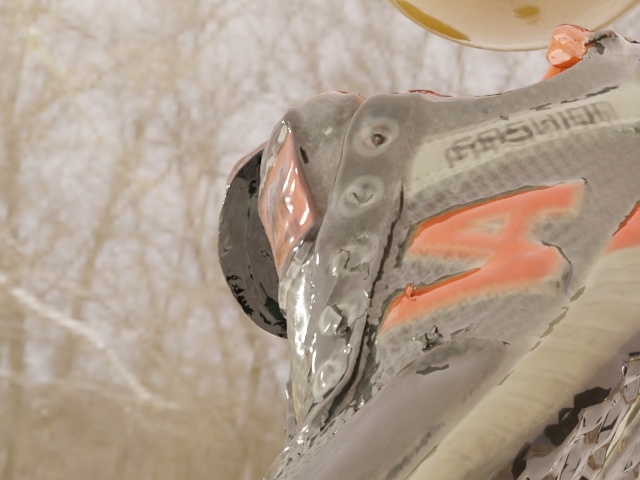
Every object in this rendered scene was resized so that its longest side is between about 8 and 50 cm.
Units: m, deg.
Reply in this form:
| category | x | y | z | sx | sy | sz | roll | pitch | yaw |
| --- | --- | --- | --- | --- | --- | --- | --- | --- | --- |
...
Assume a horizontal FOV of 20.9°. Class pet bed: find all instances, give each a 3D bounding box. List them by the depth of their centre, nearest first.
| category | x | y | z | sx | sy | sz | roll | pitch | yaw |
| --- | --- | --- | --- | --- | --- | --- | --- | --- | --- |
| pet bed | 0.000 | 0.000 | 1.557 | 0.201 | 0.201 | 0.053 | 11 | 4 | -11 |

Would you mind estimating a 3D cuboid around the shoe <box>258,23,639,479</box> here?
| category | x | y | z | sx | sy | sz | roll | pitch | yaw |
| --- | --- | --- | --- | --- | --- | --- | --- | --- | --- |
| shoe | 0.031 | 0.021 | 0.562 | 0.171 | 0.336 | 0.132 | 33 | -37 | 22 |

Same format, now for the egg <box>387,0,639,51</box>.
| category | x | y | z | sx | sy | sz | roll | pitch | yaw |
| --- | --- | --- | --- | --- | --- | --- | --- | --- | --- |
| egg | 0.155 | -0.267 | 1.277 | 0.250 | 0.250 | 0.322 | 1 | 13 | 40 |
